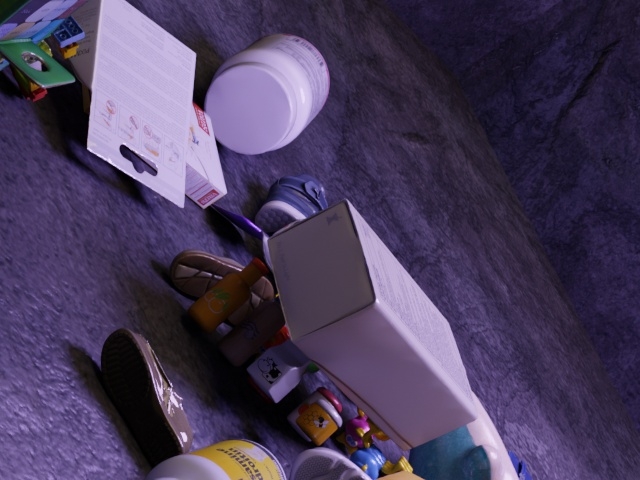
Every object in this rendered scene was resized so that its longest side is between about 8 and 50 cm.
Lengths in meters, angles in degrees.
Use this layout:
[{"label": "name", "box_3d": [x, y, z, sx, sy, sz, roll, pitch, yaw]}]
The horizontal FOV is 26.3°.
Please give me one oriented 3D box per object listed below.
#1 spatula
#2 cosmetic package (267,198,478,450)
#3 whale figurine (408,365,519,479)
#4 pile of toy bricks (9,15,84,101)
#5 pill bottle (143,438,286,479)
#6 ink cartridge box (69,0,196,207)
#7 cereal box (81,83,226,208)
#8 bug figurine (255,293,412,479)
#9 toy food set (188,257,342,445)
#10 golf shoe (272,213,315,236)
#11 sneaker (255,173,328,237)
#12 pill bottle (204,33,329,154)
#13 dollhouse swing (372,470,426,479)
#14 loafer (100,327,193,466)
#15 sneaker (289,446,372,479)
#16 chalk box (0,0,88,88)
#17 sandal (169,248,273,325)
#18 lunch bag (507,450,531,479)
[{"label": "spatula", "box_3d": [-0.059, 0.030, 1.800, 0.084, 0.030, 0.296, 41, 5, -42]}, {"label": "cosmetic package", "box_3d": [0.067, 0.108, 1.631, 0.309, 0.113, 0.160, 48, 21, -46]}, {"label": "whale figurine", "box_3d": [0.165, 0.286, 1.799, 0.216, 0.141, 0.272, 170, -96, -77]}, {"label": "pile of toy bricks", "box_3d": [-0.351, -0.256, 1.612, 0.212, 0.118, 0.105, 51, -25, 22]}, {"label": "pill bottle", "box_3d": [-0.108, 0.246, 1.274, 0.103, 0.103, 0.184, 58, 17, 11]}, {"label": "ink cartridge box", "box_3d": [-0.237, -0.174, 1.700, 0.189, 0.066, 0.232, 34, 54, -49]}, {"label": "cereal box", "box_3d": [-0.225, -0.169, 1.836, 0.240, 0.047, 0.173, 40, 24, -40]}, {"label": "bug figurine", "box_3d": [0.013, 0.198, 1.748, 0.279, 0.072, 0.216, 53, 10, 9]}, {"label": "toy food set", "box_3d": [-0.037, 0.133, 1.589, 0.232, 0.104, 0.111, 41, -13, 30]}, {"label": "golf shoe", "box_3d": [0.011, 0.098, 1.920, 0.120, 0.105, 0.272, -12, 81, -25]}, {"label": "sneaker", "box_3d": [0.001, -0.002, 2.068, 0.226, 0.086, 0.163, 49, 20, -16]}, {"label": "pill bottle", "box_3d": [-0.084, -0.228, 2.140, 0.160, 0.160, 0.283, 53, 17, -7]}, {"label": "dollhouse swing", "box_3d": [0.144, 0.471, 1.436, 0.305, 0.315, 0.347, 15, 37, 1]}, {"label": "loafer", "box_3d": [-0.172, 0.157, 1.363, 0.148, 0.056, 0.050, 67, 17, 6]}, {"label": "sneaker", "box_3d": [0.046, 0.334, 1.580, 0.281, 0.105, 0.115, 54, 1, -27]}, {"label": "chalk box", "box_3d": [-0.369, -0.268, 1.420, 0.289, 0.179, 0.180, 56, 16, -2]}, {"label": "sandal", "box_3d": [-0.123, 0.051, 1.688, 0.180, 0.072, 0.049, 32, 7, -44]}, {"label": "lunch bag", "box_3d": [0.302, 0.384, 2.190, 0.067, 0.065, 0.098, 53, 17, -8]}]
